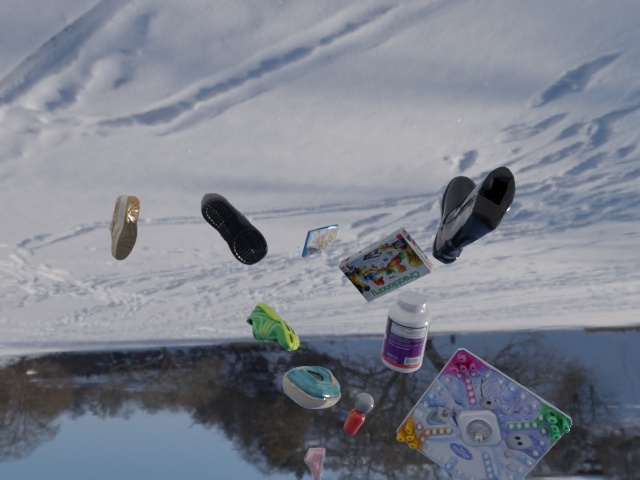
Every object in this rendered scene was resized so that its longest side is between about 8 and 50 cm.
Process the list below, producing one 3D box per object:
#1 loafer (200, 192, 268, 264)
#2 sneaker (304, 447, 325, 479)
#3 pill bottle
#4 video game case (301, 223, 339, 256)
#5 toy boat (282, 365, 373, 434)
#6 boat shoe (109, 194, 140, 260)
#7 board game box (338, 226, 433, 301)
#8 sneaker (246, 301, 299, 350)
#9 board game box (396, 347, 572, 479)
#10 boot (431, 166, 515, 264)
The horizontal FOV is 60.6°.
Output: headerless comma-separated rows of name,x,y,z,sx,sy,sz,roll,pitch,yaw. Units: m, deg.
loafer,-0.316,-0.055,2.035,0.134,0.130,0.366,-33,130,-2
sneaker,-0.026,0.787,1.922,0.070,0.134,0.051,8,-169,-2
pill bottle,0.366,0.385,2.330,0.182,0.322,0.181,6,-159,-2
video game case,0.000,0.000,2.201,0.166,0.119,0.015,-14,-139,-43
toy boat,0.035,0.538,1.941,0.318,0.148,0.267,30,-174,27
boat shoe,-0.511,-0.035,1.411,0.059,0.170,0.063,14,-179,27
board game box,0.241,0.096,2.048,0.305,0.193,0.053,-31,-164,34
sneaker,-0.178,0.339,2.025,0.295,0.123,0.109,31,163,53
board game box,0.490,0.587,1.691,0.390,0.389,0.050,33,-159,9
boot,0.525,-0.141,1.875,0.146,0.366,0.445,15,161,3
